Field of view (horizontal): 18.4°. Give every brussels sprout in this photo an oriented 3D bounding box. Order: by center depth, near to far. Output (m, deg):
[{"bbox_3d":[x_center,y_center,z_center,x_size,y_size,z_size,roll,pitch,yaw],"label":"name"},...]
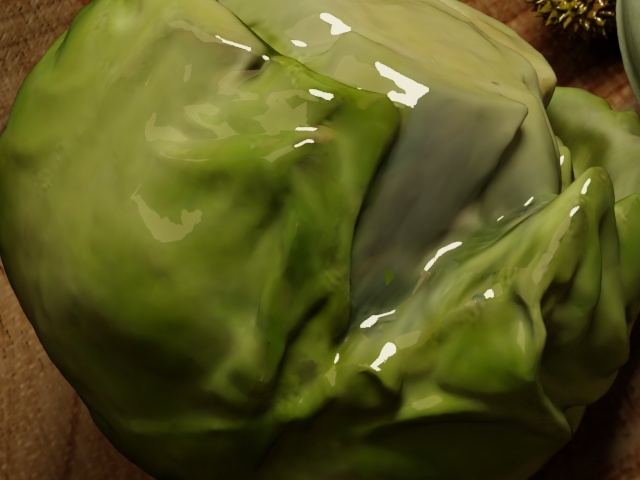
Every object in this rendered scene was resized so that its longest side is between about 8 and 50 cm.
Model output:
[{"bbox_3d":[-0.005,0.012,1.319,0.425,0.342,0.361,28,115,7],"label":"brussels sprout"}]

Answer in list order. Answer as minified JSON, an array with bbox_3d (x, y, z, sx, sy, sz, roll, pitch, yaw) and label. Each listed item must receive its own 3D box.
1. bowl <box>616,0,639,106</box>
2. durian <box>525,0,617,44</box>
[{"bbox_3d":[0.302,-0.166,1.235,0.313,0.146,0.313,-1,89,34],"label":"bowl"},{"bbox_3d":[0.221,-0.230,1.450,0.158,0.137,0.168,-21,37,27],"label":"durian"}]
